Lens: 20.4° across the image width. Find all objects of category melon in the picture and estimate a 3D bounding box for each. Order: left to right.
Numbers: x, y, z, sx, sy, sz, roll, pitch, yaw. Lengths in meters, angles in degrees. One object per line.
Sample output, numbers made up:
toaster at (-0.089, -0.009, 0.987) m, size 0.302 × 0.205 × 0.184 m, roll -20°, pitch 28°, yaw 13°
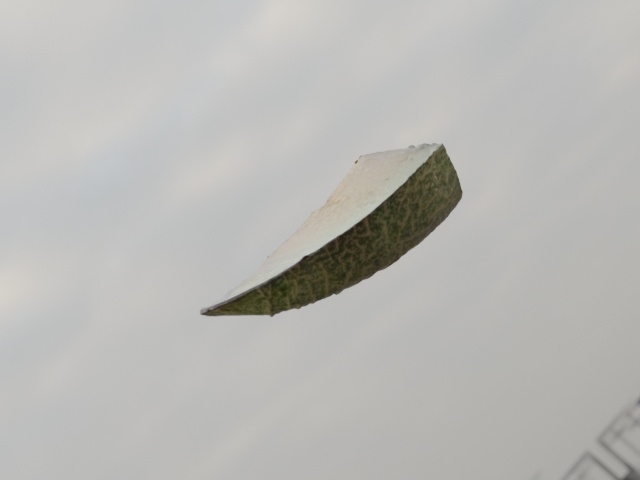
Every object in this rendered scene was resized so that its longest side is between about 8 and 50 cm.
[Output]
melon at (0.007, 0.000, 1.165) m, size 0.182 × 0.098 × 0.054 m, roll -44°, pitch -56°, yaw -33°
